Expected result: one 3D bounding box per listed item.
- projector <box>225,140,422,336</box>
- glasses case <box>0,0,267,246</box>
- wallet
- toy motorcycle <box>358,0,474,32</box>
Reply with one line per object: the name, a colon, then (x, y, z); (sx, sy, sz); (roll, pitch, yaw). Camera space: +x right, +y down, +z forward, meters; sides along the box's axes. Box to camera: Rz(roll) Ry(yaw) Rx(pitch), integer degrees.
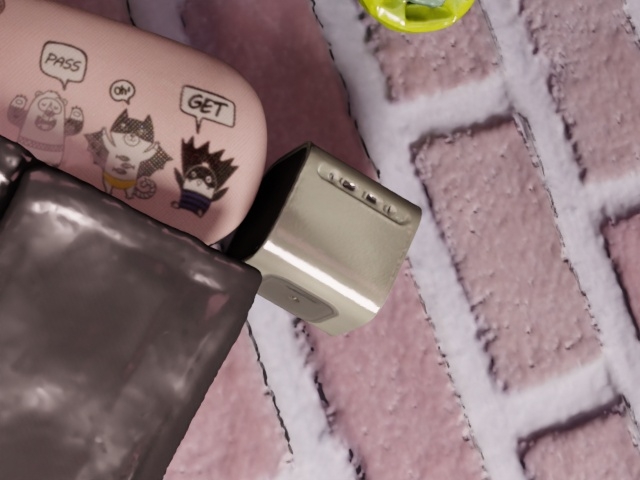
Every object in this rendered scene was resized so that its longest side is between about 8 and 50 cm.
projector: (0.000, 0.000, 1.009); (0.082, 0.083, 0.083); (31, 68, -15)
glasses case: (-0.177, -0.078, 0.950); (0.314, 0.075, 0.122); (15, 72, -21)
wallet: (-0.220, 0.056, 0.887); (0.323, 0.041, 0.247); (28, 89, -16)
toy motorcycle: (0.013, -0.295, 1.044); (0.200, 0.191, 0.326); (2, 96, -13)
